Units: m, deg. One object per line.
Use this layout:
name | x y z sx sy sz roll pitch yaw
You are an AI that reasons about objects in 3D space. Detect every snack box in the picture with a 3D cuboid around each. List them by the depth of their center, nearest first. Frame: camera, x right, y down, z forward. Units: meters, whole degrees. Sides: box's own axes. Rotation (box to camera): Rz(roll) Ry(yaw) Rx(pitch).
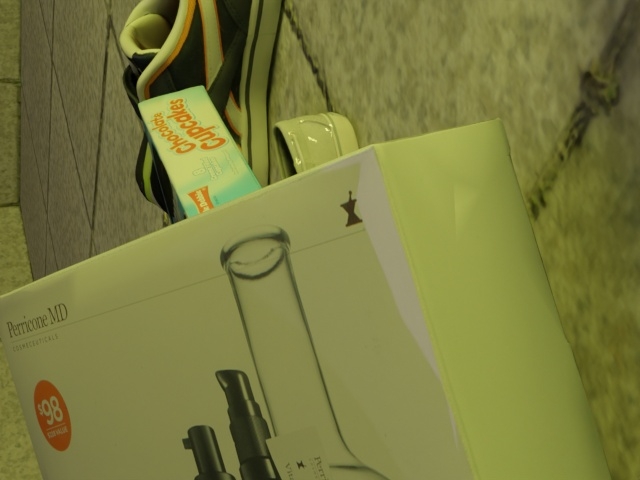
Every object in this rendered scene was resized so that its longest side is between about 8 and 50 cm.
snack box | -0.061 0.063 0.833 0.187 0.060 0.322 -122 18 -51

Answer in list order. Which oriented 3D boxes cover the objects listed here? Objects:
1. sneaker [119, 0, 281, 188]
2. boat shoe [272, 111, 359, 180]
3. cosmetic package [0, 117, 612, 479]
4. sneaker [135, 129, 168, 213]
sneaker | -0.114 -0.128 0.948 0.126 0.127 0.321 -126 35 -51
boat shoe | 0.000 0.000 0.760 0.066 0.063 0.184 175 90 -70
cosmetic package | -0.027 0.125 0.583 0.377 0.097 0.285 -19 86 48
sneaker | -0.127 -0.106 1.085 0.097 0.084 0.235 46 144 28
